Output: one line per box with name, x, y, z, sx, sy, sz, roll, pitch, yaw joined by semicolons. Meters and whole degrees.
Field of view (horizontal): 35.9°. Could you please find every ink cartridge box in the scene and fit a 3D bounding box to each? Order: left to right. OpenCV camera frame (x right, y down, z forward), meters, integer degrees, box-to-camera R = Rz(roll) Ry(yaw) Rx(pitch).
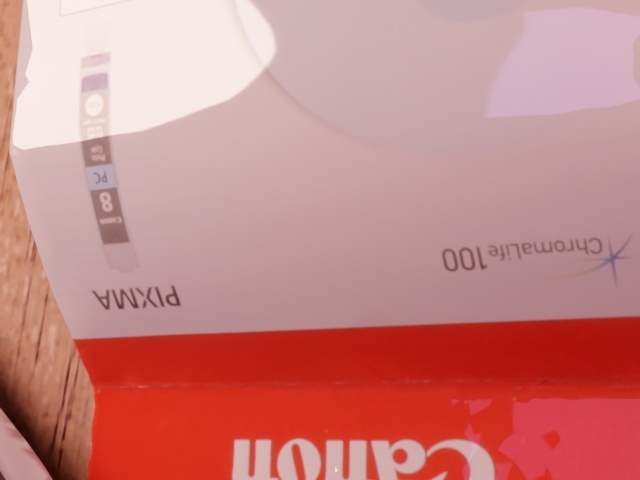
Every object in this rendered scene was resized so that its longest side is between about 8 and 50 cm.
ink cartridge box;0.000;0.000;0.434;0.308;0.091;0.385;-5;75;25

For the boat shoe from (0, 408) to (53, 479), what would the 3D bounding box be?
boat shoe;-0.245;0.096;0.506;0.301;0.102;0.108;40;112;32
